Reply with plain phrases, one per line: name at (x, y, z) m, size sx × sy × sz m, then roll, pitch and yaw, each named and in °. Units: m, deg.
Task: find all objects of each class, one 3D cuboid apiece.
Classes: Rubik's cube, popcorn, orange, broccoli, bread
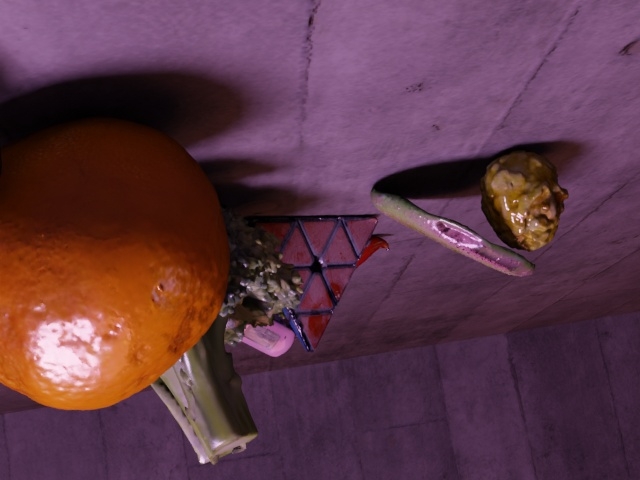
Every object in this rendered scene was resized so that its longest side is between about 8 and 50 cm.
Rubik's cube at (-0.057, 0.054, 1.613) m, size 0.211 × 0.190 × 0.178 m, roll 4°, pitch 180°, yaw -32°
popcorn at (0.250, -0.050, 1.390) m, size 0.106 × 0.120 × 0.116 m, roll -19°, pitch 170°, yaw -19°
orange at (-0.208, 0.013, 1.010) m, size 0.261 × 0.261 × 0.261 m, roll -9°, pitch 168°, yaw -2°
broccoli at (-0.137, 0.073, 1.326) m, size 0.249 × 0.302 × 0.375 m, roll -47°, pitch 178°, yaw -25°
bread at (0.161, -0.007, 1.436) m, size 0.228 × 0.033 × 0.228 m, roll 25°, pitch -179°, yaw 0°

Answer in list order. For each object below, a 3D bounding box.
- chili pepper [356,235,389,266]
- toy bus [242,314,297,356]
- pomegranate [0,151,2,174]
chili pepper at (-0.066, 0.075, 1.808) m, size 0.368 × 0.091 × 0.137 m, roll -17°, pitch 177°, yaw 41°
toy bus at (-0.123, 0.089, 1.620) m, size 0.203 × 0.090 × 0.063 m, roll 29°, pitch 114°, yaw -18°
pomegranate at (-0.326, -0.054, 0.867) m, size 0.169 × 0.148 × 0.148 m, roll -18°, pitch 166°, yaw 28°
